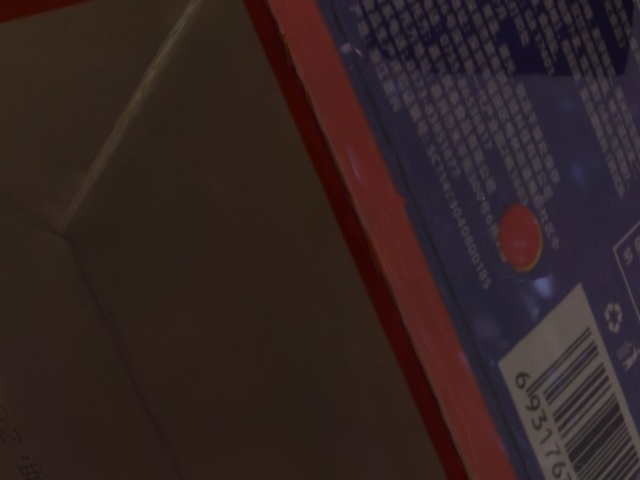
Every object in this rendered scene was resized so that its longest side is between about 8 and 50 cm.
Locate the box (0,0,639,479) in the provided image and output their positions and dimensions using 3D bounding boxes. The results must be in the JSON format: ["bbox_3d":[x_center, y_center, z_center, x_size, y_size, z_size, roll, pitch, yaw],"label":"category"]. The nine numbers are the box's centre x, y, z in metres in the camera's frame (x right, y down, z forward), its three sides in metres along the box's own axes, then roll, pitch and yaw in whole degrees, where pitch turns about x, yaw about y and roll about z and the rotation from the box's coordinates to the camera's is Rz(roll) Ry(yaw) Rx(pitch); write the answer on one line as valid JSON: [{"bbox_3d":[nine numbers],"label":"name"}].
[{"bbox_3d":[0.000,0.000,0.799,0.318,0.257,0.348,-6,-65,46],"label":"box"}]
